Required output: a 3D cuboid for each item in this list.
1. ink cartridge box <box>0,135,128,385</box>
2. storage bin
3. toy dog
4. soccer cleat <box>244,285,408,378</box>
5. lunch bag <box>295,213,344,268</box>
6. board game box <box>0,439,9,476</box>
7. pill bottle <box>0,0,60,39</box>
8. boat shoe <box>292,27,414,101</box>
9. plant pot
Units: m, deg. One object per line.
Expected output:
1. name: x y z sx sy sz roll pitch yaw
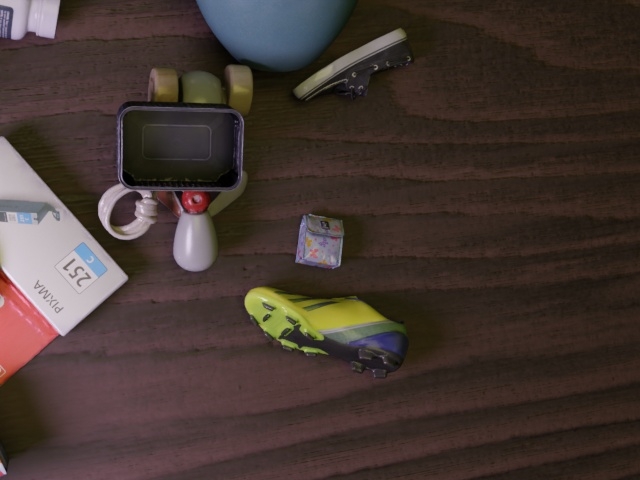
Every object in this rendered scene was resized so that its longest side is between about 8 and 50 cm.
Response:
1. ink cartridge box: -0.492 0.035 1.602 0.261 0.066 0.296 -43 99 -13
2. storage bin: -0.209 -0.140 1.536 0.180 0.084 0.122 0 102 -14
3. toy dog: -0.209 -0.136 1.666 0.220 0.161 0.333 22 97 -16
4. soccer cleat: 0.012 0.133 1.738 0.289 0.093 0.121 22 52 -9
5. lunch bag: 0.000 0.000 1.745 0.071 0.053 0.083 12 76 -16
6. board game box: -0.615 0.326 1.516 0.275 0.142 0.144 -23 94 -15
7. pill bottle: -0.493 -0.367 1.595 0.180 0.108 0.108 10 85 -15
8. boat shoe: 0.062 -0.280 1.764 0.228 0.080 0.076 -31 94 -22
9. plant pot: -0.070 -0.384 1.651 0.290 0.290 0.195 -8 126 -15
